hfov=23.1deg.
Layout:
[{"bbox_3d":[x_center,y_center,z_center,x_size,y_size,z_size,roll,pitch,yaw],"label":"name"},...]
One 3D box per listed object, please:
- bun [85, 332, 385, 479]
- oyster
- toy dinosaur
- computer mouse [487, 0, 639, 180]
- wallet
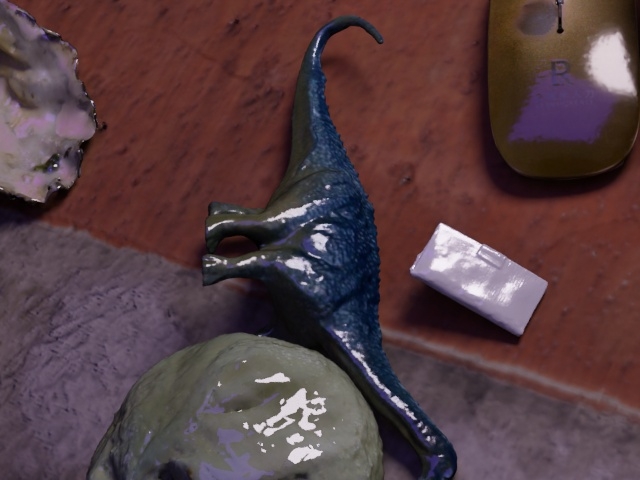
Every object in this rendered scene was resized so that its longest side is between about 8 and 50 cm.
[{"bbox_3d":[-0.055,0.149,0.920,0.195,0.118,0.195,-5,77,23],"label":"bun"},{"bbox_3d":[-0.251,-0.110,1.187,0.209,0.072,0.133,40,73,11],"label":"oyster"},{"bbox_3d":[-0.011,0.005,1.039,0.147,0.076,0.363,-5,60,-7],"label":"toy dinosaur"},{"bbox_3d":[0.167,-0.132,1.072,0.102,0.045,0.199,-3,62,14],"label":"computer mouse"},{"bbox_3d":[0.102,0.024,1.008,0.083,0.011,0.044,30,71,6],"label":"wallet"}]
